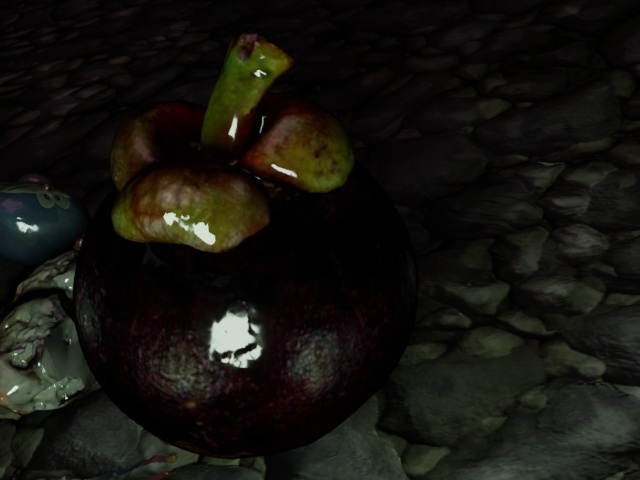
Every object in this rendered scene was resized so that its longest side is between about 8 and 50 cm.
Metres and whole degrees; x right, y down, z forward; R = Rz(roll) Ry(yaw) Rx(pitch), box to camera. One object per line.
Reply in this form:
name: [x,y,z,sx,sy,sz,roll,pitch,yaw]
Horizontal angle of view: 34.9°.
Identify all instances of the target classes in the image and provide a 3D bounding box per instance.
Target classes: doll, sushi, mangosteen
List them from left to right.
doll: [-0.477,-0.040,1.620,0.228,0.154,0.258,9,-3,-40]
sushi: [-0.345,0.117,1.336,0.130,0.124,0.332,-19,29,16]
mangosteen: [-0.072,0.016,1.068,0.382,0.435,0.382,6,45,-6]

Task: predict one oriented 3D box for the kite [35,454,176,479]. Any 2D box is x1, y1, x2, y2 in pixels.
kite: [-0.273,0.292,1.113,0.245,0.015,0.141,-17,32,0]
